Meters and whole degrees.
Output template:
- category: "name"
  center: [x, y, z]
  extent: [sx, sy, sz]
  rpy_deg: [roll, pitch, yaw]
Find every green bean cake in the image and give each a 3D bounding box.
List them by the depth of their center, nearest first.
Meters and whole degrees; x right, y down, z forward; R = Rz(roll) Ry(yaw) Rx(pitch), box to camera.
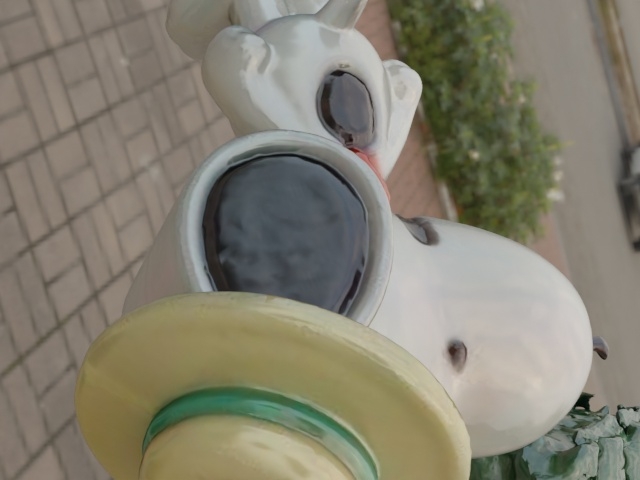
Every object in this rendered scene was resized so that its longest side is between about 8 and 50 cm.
- category: "green bean cake"
  center: [0.108, 0.149, 0.779]
  extent: [0.193, 0.208, 0.107]
  rpy_deg: [-7, 98, -54]

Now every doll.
- category: "doll"
  center: [-0.019, -0.007, 0.481]
  extent: [0.208, 0.144, 0.271]
  rpy_deg: [-11, 59, -39]
